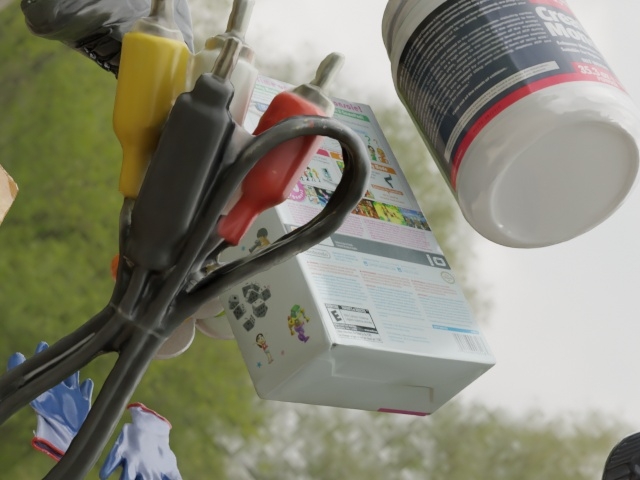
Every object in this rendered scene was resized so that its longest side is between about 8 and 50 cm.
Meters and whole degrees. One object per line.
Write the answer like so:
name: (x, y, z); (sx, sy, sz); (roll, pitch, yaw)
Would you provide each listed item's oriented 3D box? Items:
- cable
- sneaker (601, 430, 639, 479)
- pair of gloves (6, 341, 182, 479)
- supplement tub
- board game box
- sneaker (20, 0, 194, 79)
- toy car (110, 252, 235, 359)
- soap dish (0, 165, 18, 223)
cable: (-0.075, 0.018, 0.903); (0.139, 0.287, 0.072); (25, 3, -2)
sneaker: (0.330, 0.322, 1.749); (0.131, 0.112, 0.319); (-67, 145, -78)
pair of gloves: (-0.199, 0.172, 1.633); (0.198, 0.023, 0.159); (35, 22, -22)
supplement tub: (0.181, -0.143, 1.767); (0.191, 0.191, 0.272); (66, 0, -48)
board game box: (0.000, 0.000, 1.630); (0.224, 0.097, 0.303); (12, 46, -47)
sneaker: (-0.208, -0.226, 1.942); (0.286, 0.109, 0.130); (-17, 91, -62)
toy car: (-0.116, 0.022, 1.739); (0.159, 0.182, 0.136); (-45, -114, 52)
soap dish: (-0.366, -0.029, 1.117); (0.229, 0.290, 0.118); (56, 21, -53)
